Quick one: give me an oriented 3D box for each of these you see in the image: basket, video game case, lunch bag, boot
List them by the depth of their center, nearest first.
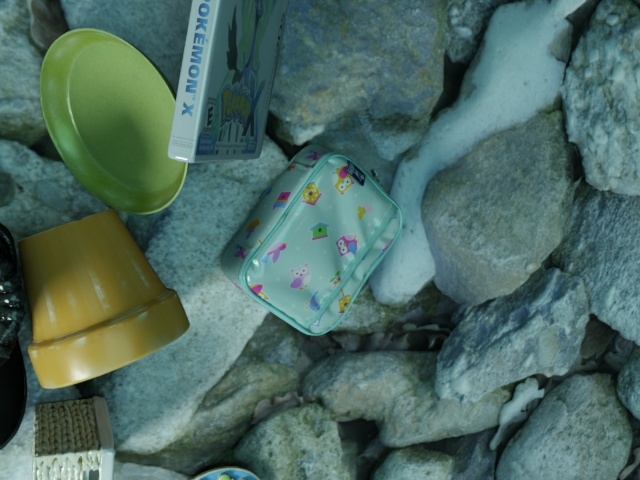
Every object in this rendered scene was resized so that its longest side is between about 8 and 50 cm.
[{"bbox_3d":[-0.420,0.150,0.791,0.131,0.260,0.348,-5,106,-26],"label":"boot"},{"bbox_3d":[-0.099,-0.250,0.842,0.036,0.329,0.300,12,99,6],"label":"video game case"},{"bbox_3d":[-0.351,0.306,0.932,0.103,0.167,0.113,2,102,-22],"label":"basket"},{"bbox_3d":[0.000,0.000,1.065,0.224,0.108,0.279,40,83,-30],"label":"lunch bag"}]

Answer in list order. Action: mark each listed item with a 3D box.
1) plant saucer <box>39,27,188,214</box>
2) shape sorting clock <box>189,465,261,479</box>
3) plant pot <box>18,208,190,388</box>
[{"bbox_3d":[-0.255,-0.149,0.841,0.037,0.241,0.241,-44,125,-49],"label":"plant saucer"},{"bbox_3d":[-0.183,0.483,1.139,0.206,0.040,0.206,-8,107,-26],"label":"shape sorting clock"},{"bbox_3d":[-0.304,0.066,0.884,0.205,0.205,0.188,-22,97,-22],"label":"plant pot"}]
